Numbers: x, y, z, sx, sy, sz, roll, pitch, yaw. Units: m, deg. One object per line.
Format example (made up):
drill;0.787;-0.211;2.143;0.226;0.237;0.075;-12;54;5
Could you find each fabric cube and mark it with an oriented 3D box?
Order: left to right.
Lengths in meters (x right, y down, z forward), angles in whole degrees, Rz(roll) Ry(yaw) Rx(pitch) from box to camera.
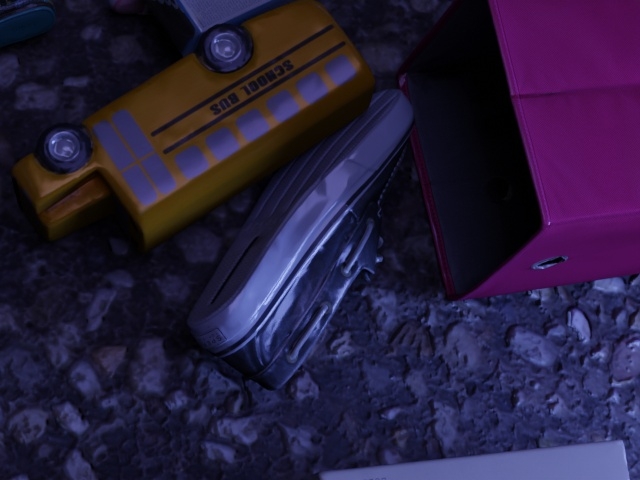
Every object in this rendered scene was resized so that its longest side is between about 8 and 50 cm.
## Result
fabric cube;0.254;-0.105;1.865;0.258;0.254;0.259;-7;75;-20

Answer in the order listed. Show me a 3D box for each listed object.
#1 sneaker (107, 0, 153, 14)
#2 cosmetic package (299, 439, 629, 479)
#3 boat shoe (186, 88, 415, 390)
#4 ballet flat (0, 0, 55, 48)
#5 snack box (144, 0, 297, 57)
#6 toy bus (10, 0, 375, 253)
sneaker;-0.138;-0.236;1.900;0.134;0.051;0.070;-21;75;-25
cosmetic package;0.126;0.268;1.767;0.296;0.153;0.129;-5;76;-16
boat shoe;0.000;0.000;1.846;0.119;0.121;0.335;48;64;-23
ballet flat;-0.346;-0.201;1.831;0.188;0.070;0.070;-20;80;-23
snack box;-0.140;-0.349;1.888;0.187;0.060;0.322;-29;78;-30
toy bus;-0.121;-0.098;1.803;0.332;0.108;0.130;-33;80;-13
